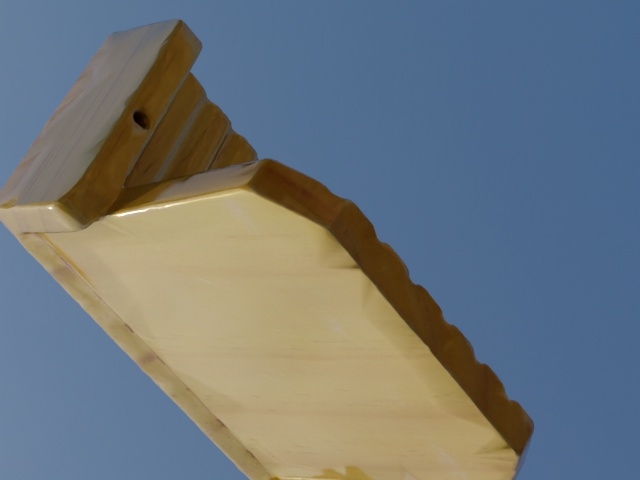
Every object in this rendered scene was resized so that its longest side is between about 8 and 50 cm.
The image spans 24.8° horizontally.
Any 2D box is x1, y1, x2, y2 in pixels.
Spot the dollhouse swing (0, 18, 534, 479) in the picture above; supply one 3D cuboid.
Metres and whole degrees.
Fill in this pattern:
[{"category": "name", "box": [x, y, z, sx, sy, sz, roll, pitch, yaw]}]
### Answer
[{"category": "dollhouse swing", "box": [0.000, 0.000, 1.077, 0.347, 0.305, 0.315, 50, -139, -25]}]
